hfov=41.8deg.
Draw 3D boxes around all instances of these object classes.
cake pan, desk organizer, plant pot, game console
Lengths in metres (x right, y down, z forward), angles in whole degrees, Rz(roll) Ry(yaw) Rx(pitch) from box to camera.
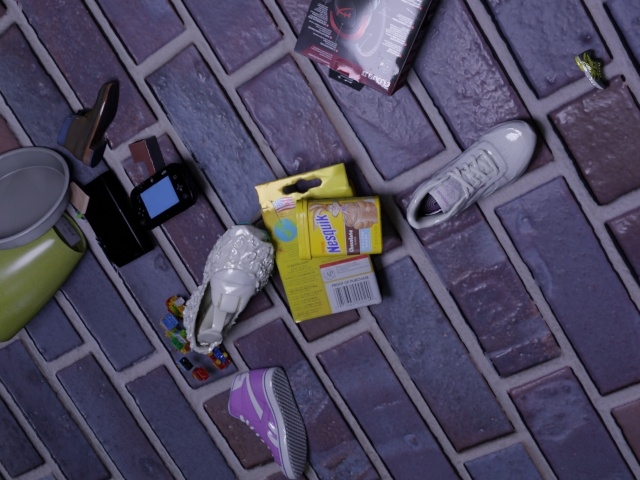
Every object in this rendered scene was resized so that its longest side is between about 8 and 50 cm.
[{"bbox_3d":[-0.713,-0.095,1.954,0.293,0.293,0.054,3,145,18],"label":"cake pan"},{"bbox_3d":[-0.389,-0.169,1.920,0.050,0.047,0.130,-10,105,25],"label":"desk organizer"},{"bbox_3d":[-0.723,0.052,2.022,0.293,0.275,0.275,-34,96,10],"label":"plant pot"},{"bbox_3d":[-0.416,-0.083,1.919,0.361,0.044,0.213,-26,97,39],"label":"game console"}]

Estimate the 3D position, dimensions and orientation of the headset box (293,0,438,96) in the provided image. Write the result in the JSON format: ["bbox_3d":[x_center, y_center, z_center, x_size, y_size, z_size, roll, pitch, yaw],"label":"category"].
[{"bbox_3d":[0.095,-0.433,1.616,0.218,0.110,0.293,26,116,9],"label":"headset box"}]

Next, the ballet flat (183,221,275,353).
[{"bbox_3d":[-0.203,0.127,1.828,0.147,0.147,0.409,36,139,4],"label":"ballet flat"}]

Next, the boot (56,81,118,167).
[{"bbox_3d":[-0.536,-0.279,1.911,0.106,0.082,0.219,27,118,5],"label":"boot"}]

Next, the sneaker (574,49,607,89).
[{"bbox_3d":[0.509,-0.317,1.558,0.035,0.031,0.083,-40,93,26],"label":"sneaker"}]

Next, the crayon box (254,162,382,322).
[{"bbox_3d":[0.000,0.000,1.801,0.202,0.081,0.318,-13,105,7],"label":"crayon box"}]

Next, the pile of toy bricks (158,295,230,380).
[{"bbox_3d":[-0.329,0.246,2.030,0.212,0.118,0.105,53,146,-13],"label":"pile of toy bricks"}]

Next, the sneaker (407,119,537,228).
[{"bbox_3d":[0.295,-0.115,1.642,0.305,0.152,0.114,-40,91,25],"label":"sneaker"}]

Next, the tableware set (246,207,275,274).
[{"bbox_3d":[-0.137,0.013,1.905,0.128,0.039,0.194,41,122,-10],"label":"tableware set"}]

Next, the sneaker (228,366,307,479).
[{"bbox_3d":[-0.134,0.446,2.036,0.161,0.102,0.282,-13,94,26],"label":"sneaker"}]

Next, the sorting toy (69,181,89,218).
[{"bbox_3d":[-0.578,-0.092,1.994,0.062,0.012,0.083,39,128,17],"label":"sorting toy"}]

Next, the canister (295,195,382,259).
[{"bbox_3d":[0.039,-0.028,1.712,0.170,0.073,0.126,-4,106,3],"label":"canister"}]
